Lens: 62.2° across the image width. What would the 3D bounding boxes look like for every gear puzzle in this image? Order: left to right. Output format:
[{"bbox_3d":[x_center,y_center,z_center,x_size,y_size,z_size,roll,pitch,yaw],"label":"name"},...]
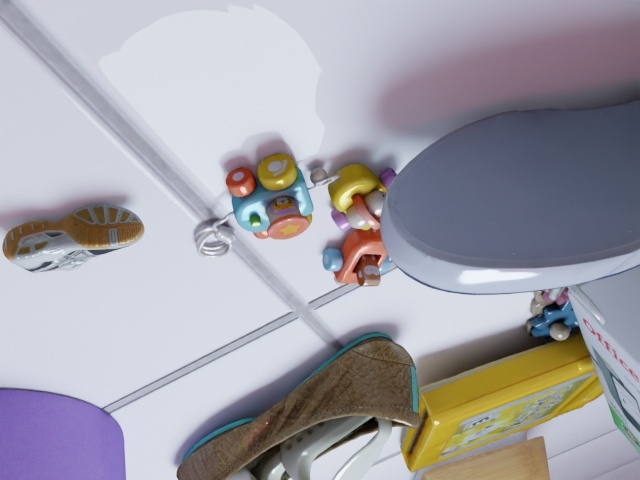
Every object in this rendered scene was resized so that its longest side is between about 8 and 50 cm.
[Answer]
[{"bbox_3d":[0.404,0.031,0.604,0.339,0.044,0.175,-19,140,-3],"label":"gear puzzle"}]

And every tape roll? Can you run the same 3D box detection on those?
[{"bbox_3d":[-0.325,0.247,0.492,0.275,0.090,0.275,-13,140,-11],"label":"tape roll"}]

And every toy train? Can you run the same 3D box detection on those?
[{"bbox_3d":[0.000,0.000,0.389,0.166,0.046,0.125,7,133,-30],"label":"toy train"}]

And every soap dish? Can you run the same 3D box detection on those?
[{"bbox_3d":[0.293,0.483,1.007,0.229,0.118,0.291,-12,138,-11],"label":"soap dish"}]

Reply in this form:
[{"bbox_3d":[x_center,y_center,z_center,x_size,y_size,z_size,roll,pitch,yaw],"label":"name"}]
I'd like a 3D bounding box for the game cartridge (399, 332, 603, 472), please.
[{"bbox_3d":[0.276,0.221,0.735,0.324,0.052,0.285,-15,146,-7],"label":"game cartridge"}]

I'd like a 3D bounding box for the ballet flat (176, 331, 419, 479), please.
[{"bbox_3d":[-0.030,0.236,0.581,0.342,0.124,0.116,-36,138,17],"label":"ballet flat"}]

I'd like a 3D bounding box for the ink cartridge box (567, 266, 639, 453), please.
[{"bbox_3d":[0.383,0.164,0.523,0.121,0.211,0.289,-33,125,6],"label":"ink cartridge box"}]

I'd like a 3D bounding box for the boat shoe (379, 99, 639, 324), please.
[{"bbox_3d":[0.209,-0.021,0.408,0.367,0.136,0.156,-20,145,-17],"label":"boat shoe"}]

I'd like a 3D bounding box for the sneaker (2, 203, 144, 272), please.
[{"bbox_3d":[-0.154,0.001,0.340,0.083,0.032,0.037,-9,153,-7],"label":"sneaker"}]
